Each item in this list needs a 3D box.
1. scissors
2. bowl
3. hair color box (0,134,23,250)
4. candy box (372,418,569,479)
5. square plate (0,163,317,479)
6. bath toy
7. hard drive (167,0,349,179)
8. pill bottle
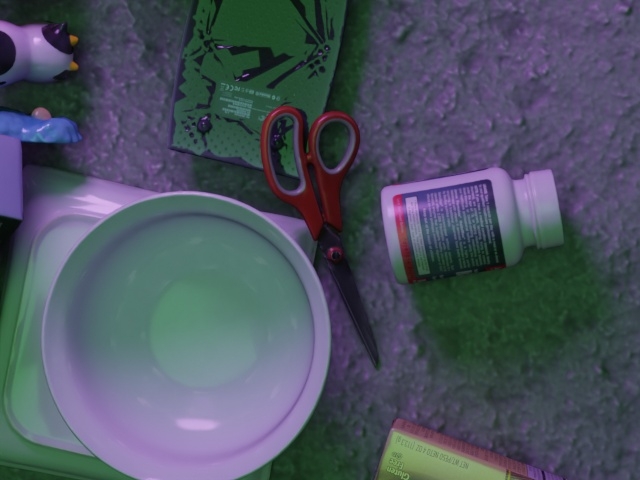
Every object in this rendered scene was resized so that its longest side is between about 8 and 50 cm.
[{"bbox_3d":[0.000,0.000,1.458,0.109,0.021,0.297,-8,101,-13],"label":"scissors"},{"bbox_3d":[-0.127,0.097,1.398,0.297,0.134,0.298,0,92,7],"label":"bowl"},{"bbox_3d":[-0.509,-0.051,1.358,0.185,0.374,0.114,-46,42,42],"label":"hair color box"},{"bbox_3d":[0.196,0.330,1.433,0.316,0.087,0.183,19,93,6],"label":"candy box"},{"bbox_3d":[-0.203,0.114,1.501,0.347,0.049,0.344,12,92,7],"label":"square plate"},{"bbox_3d":[-0.327,-0.276,1.443,0.129,0.151,0.348,3,103,24],"label":"bath toy"},{"bbox_3d":[-0.063,-0.206,1.473,0.171,0.054,0.255,13,94,7],"label":"hard drive"},{"bbox_3d":[0.160,-0.019,1.421,0.180,0.108,0.108,-10,90,8],"label":"pill bottle"}]
